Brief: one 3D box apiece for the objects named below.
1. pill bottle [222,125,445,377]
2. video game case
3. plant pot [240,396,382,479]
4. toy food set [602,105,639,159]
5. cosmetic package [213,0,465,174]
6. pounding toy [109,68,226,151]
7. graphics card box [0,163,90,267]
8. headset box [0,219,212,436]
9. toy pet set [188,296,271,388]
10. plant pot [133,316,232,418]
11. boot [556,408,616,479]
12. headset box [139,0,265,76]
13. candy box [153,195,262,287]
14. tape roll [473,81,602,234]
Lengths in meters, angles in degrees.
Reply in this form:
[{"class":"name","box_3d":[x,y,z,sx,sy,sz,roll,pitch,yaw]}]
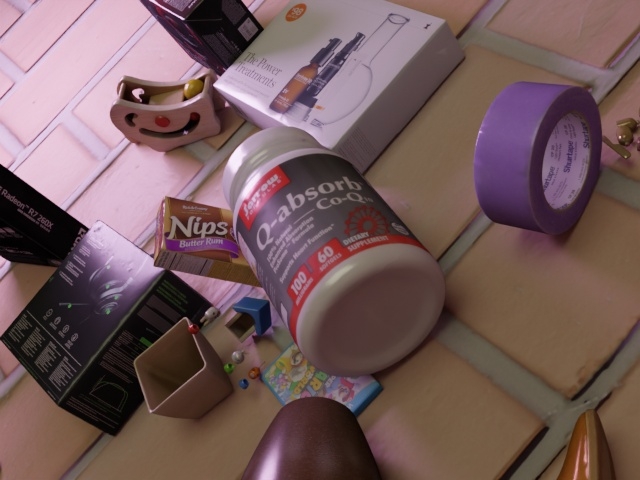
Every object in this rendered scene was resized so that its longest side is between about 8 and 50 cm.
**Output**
[{"class":"pill bottle","box_3d":[0.000,0.000,1.206,0.210,0.210,0.363,-40,44,4]},{"class":"video game case","box_3d":[-0.002,0.197,1.200,0.119,0.015,0.166,-46,44,-2]},{"class":"plant pot","box_3d":[-0.011,0.304,1.012,0.215,0.215,0.230,-24,32,19]},{"class":"toy food set","box_3d":[0.440,-0.151,1.145,0.122,0.019,0.078,-33,45,-1]},{"class":"cosmetic package","box_3d":[0.020,-0.294,1.496,0.284,0.097,0.377,-48,44,-8]},{"class":"pounding toy","box_3d":[-0.309,-0.280,1.675,0.269,0.154,0.155,-14,52,26]},{"class":"graphics card box","box_3d":[-0.633,-0.076,1.598,0.233,0.371,0.094,2,60,38]},{"class":"headset box","box_3d":[-0.348,0.127,1.415,0.246,0.131,0.283,27,76,45]},{"class":"toy pet set","box_3d":[-0.111,0.134,1.264,0.065,0.122,0.114,-44,-1,27]},{"class":"plant pot","box_3d":[-0.195,0.201,1.273,0.109,0.096,0.109,-40,44,7]},{"class":"boot","box_3d":[0.199,0.322,0.902,0.211,0.104,0.295,-8,58,30]},{"class":"headset box","box_3d":[-0.232,-0.432,1.687,0.110,0.218,0.293,-48,45,-4]},{"class":"candy box","box_3d":[-0.163,0.003,1.344,0.053,0.187,0.109,125,151,-44]},{"class":"tape roll","box_3d":[0.281,-0.106,1.101,0.080,0.189,0.189,14,68,42]}]
